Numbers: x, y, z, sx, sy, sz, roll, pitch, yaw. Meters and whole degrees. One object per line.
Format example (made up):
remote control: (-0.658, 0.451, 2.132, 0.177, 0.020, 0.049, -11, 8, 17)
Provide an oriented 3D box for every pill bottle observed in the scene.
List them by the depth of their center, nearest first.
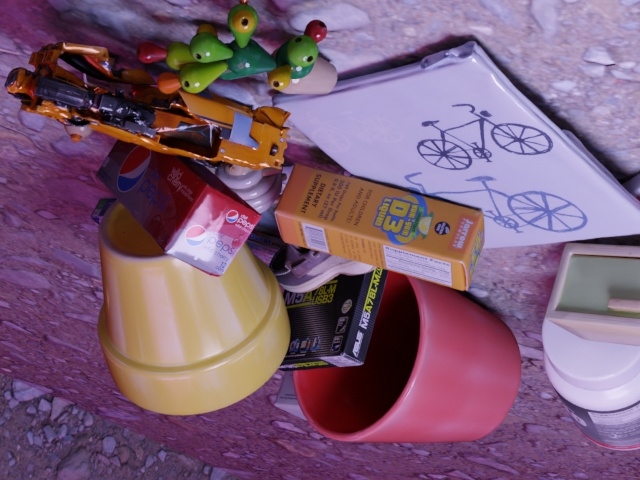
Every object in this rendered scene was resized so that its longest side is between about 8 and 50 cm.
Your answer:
pill bottle: (0.390, 0.170, 1.763, 0.161, 0.161, 0.283, 6, 158, 25)

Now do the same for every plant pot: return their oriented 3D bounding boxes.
plant pot: (-0.182, 0.059, 1.716, 0.254, 0.254, 0.239, 8, 135, 21)
plant pot: (0.135, 0.170, 1.857, 0.243, 0.275, 0.275, 18, 163, -37)

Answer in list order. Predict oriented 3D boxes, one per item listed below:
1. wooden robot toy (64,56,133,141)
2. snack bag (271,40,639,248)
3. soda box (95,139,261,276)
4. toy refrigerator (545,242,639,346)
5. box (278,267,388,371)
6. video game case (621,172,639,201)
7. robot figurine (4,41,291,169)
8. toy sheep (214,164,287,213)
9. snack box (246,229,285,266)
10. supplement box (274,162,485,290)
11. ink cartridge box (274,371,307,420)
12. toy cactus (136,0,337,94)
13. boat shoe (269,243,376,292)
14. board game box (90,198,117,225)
wooden robot toy: (-0.265, -0.150, 1.528, 0.076, 0.079, 0.173, 22, 160, -15)
snack bag: (0.149, -0.091, 1.423, 0.342, 0.037, 0.323, 37, 154, -32)
soda box: (-0.172, -0.055, 1.534, 0.083, 0.092, 0.263, 30, -174, -35)
toy refrigerator: (0.399, 0.067, 1.517, 0.094, 0.102, 0.269, 28, 165, -39)
box: (0.011, 0.085, 1.792, 0.045, 0.184, 0.191, 26, 159, -31)
video game case: (0.472, -0.019, 1.400, 0.285, 0.025, 0.204, 20, 160, -12)
robot figurine: (-0.190, -0.142, 1.393, 0.291, 0.085, 0.211, 16, 179, -26)
toy sheep: (-0.085, -0.072, 1.593, 0.091, 0.091, 0.132, 9, 145, 17)
snack box: (-0.088, 0.029, 1.952, 0.064, 0.022, 0.178, 19, 160, -2)
supplement box: (0.070, -0.017, 1.513, 0.233, 0.078, 0.080, 16, 154, 14)
ink cartridge box: (0.038, 0.182, 1.996, 0.153, 0.208, 0.087, 30, 160, -33)
toy cactus: (-0.060, -0.186, 1.288, 0.219, 0.112, 0.180, -9, 168, 44)
boat shoe: (0.000, 0.000, 1.713, 0.092, 0.103, 0.285, 38, 158, -17)
board game box: (-0.220, -0.011, 1.899, 0.201, 0.035, 0.136, -2, 143, 40)
